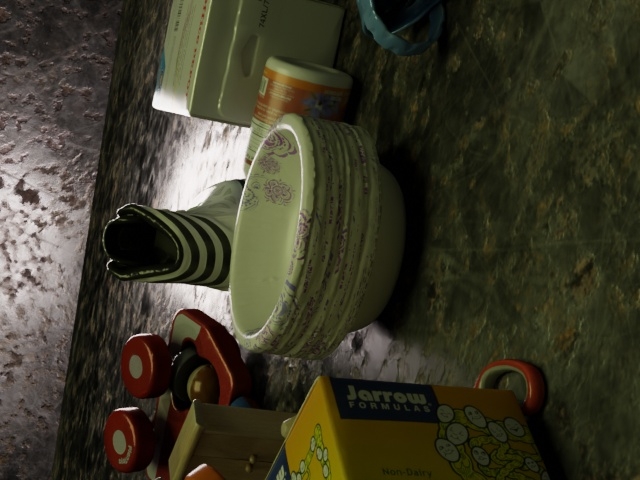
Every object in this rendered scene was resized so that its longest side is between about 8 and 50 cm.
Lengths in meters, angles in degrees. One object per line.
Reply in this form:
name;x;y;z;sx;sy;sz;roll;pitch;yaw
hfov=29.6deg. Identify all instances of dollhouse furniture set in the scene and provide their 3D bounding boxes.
dollhouse furniture set;-0.073;0.374;1.422;0.355;0.174;0.303;-104;30;-48

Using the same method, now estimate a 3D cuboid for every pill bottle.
pill bottle;-0.038;-0.132;1.639;0.121;0.121;0.216;-132;54;-65

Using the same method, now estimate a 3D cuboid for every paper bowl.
paper bowl;0.000;0.000;1.432;0.284;0.148;0.284;-171;90;-70

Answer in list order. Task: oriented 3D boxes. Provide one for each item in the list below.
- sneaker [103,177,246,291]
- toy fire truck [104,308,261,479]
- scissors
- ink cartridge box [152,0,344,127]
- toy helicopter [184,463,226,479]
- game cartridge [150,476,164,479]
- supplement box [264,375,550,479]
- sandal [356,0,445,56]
sneaker;-0.208;-0.026;1.854;0.447;0.258;0.169;-152;72;-70
toy fire truck;-0.180;0.271;1.833;0.254;0.169;0.302;29;110;44
scissors;0.135;0.167;1.180;0.297;0.021;0.109;169;107;-70
ink cartridge box;-0.114;-0.267;1.797;0.270;0.197;0.198;-154;75;-70
toy helicopter;-0.123;0.425;1.411;0.235;0.140;0.355;47;155;15
game cartridge;-0.246;0.485;1.839;0.230;0.068;0.355;61;153;5
supplement box;0.088;0.305;0.950;0.356;0.194;0.195;-108;33;-45
sandal;0.071;-0.304;1.428;0.317;0.126;0.138;-129;47;-66
